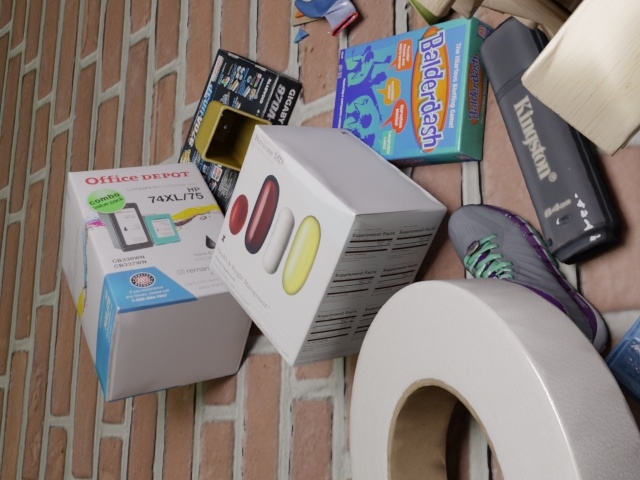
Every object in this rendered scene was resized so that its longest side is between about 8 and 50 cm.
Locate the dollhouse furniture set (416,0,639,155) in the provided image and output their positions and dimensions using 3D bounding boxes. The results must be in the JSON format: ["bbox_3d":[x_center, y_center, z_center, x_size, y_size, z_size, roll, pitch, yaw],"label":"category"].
[{"bbox_3d":[0.298,-0.180,0.519,0.394,0.362,0.256,43,117,12],"label":"dollhouse furniture set"}]

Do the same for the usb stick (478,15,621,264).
[{"bbox_3d":[0.231,-0.111,0.783,0.077,0.045,0.278,-32,60,37],"label":"usb stick"}]

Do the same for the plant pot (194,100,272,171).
[{"bbox_3d":[-0.133,-0.154,1.081,0.083,0.081,0.081,43,112,52],"label":"plant pot"}]

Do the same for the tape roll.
[{"bbox_3d":[0.136,0.227,0.685,0.392,0.072,0.392,179,90,-67],"label":"tape roll"}]

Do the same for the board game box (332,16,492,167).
[{"bbox_3d":[0.104,-0.171,0.929,0.210,0.047,0.160,-1,80,46],"label":"board game box"}]

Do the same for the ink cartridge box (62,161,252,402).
[{"bbox_3d":[-0.241,0.050,1.094,0.270,0.198,0.197,57,143,37],"label":"ink cartridge box"}]

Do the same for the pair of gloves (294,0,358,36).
[{"bbox_3d":[0.043,-0.375,1.050,0.198,0.023,0.159,-40,54,27],"label":"pair of gloves"}]

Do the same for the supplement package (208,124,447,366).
[{"bbox_3d":[0.000,0.000,0.889,0.194,0.149,0.203,44,124,37],"label":"supplement package"}]

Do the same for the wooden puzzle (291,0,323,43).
[{"bbox_3d":[-0.017,-0.357,1.124,0.078,0.014,0.116,-9,75,45],"label":"wooden puzzle"}]

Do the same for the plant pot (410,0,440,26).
[{"bbox_3d":[0.144,-0.310,0.905,0.079,0.083,0.083,-33,58,23],"label":"plant pot"}]

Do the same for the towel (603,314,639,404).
[{"bbox_3d":[0.307,0.089,0.670,0.067,0.029,0.119,48,115,40],"label":"towel"}]

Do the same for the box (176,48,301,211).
[{"bbox_3d":[-0.134,-0.169,1.176,0.175,0.051,0.220,33,106,45],"label":"box"}]

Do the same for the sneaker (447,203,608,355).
[{"bbox_3d":[0.187,0.031,0.758,0.083,0.098,0.223,-57,47,21],"label":"sneaker"}]
